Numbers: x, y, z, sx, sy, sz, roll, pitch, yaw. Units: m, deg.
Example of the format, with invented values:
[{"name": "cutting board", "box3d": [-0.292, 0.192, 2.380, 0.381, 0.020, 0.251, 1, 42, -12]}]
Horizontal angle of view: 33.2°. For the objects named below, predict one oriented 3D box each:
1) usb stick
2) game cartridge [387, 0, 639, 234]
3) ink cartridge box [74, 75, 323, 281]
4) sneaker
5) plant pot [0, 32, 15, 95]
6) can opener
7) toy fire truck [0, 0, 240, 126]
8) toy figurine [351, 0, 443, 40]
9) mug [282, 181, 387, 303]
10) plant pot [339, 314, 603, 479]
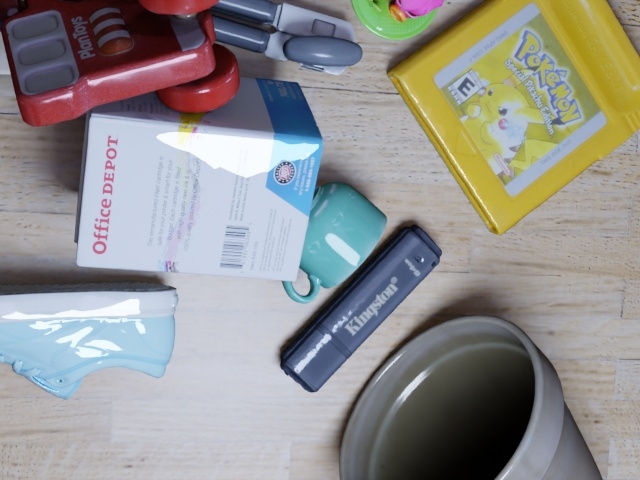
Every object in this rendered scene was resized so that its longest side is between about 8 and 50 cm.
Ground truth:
[{"name": "usb stick", "box3d": [0.057, 0.095, 1.502, 0.278, 0.045, 0.077, -46, 103, -5]}, {"name": "game cartridge", "box3d": [0.300, -0.213, 1.524, 0.324, 0.053, 0.285, -37, 103, -6]}, {"name": "ink cartridge box", "box3d": [-0.159, -0.088, 1.325, 0.270, 0.197, 0.198, 5, 118, -14]}, {"name": "sneaker", "box3d": [-0.362, 0.133, 1.361, 0.366, 0.135, 0.150, -1, 93, -12]}, {"name": "plant pot", "box3d": [-0.366, -0.239, 1.340, 0.109, 0.109, 0.096, 0, 84, -13]}, {"name": "can opener", "box3d": [-0.082, -0.285, 1.402, 0.284, 0.095, 0.075, 13, 92, -15]}, {"name": "toy fire truck", "box3d": [-0.241, -0.257, 1.215, 0.254, 0.302, 0.169, -16, 137, -12]}, {"name": "toy figurine", "box3d": [0.107, -0.351, 1.407, 0.130, 0.159, 0.173, -44, 103, -6]}, {"name": "mug", "box3d": [0.007, -0.007, 1.426, 0.097, 0.129, 0.157, 41, 42, -13]}, {"name": "plant pot", "box3d": [0.237, 0.306, 1.458, 0.280, 0.323, 0.323, 40, 86, -30]}]
